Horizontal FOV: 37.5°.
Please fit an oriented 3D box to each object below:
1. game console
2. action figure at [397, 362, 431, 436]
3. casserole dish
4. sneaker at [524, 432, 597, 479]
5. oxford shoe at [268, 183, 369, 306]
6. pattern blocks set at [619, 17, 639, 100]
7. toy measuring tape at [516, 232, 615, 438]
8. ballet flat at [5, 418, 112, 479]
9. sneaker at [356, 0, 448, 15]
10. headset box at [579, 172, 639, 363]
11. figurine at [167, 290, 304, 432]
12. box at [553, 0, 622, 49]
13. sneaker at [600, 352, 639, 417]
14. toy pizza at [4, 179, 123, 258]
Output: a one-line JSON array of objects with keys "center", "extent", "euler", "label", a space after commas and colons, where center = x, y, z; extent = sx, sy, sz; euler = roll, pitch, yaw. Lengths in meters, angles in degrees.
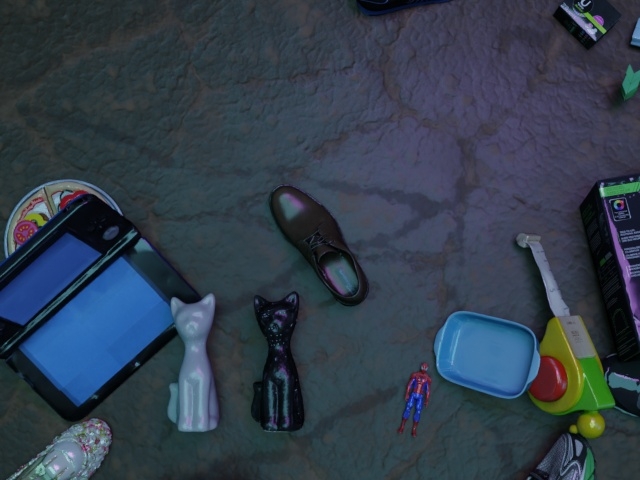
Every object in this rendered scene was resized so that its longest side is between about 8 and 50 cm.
[{"center": [-0.363, 0.110, 1.413], "extent": [0.293, 0.250, 0.173], "euler": [-43, 71, -2], "label": "game console"}, {"center": [0.151, 0.249, 1.480], "extent": [0.038, 0.030, 0.115], "euler": [14, 84, 7], "label": "action figure"}, {"center": [0.258, 0.174, 1.438], "extent": [0.188, 0.037, 0.114], "euler": [11, 87, 44], "label": "casserole dish"}, {"center": [0.286, 0.426, 1.409], "extent": [0.146, 0.134, 0.343], "euler": [37, 87, 5], "label": "sneaker"}, {"center": [0.000, 0.000, 1.471], "extent": [0.083, 0.096, 0.227], "euler": [-40, 84, 0], "label": "oxford shoe"}, {"center": [0.632, -0.246, 1.447], "extent": [0.325, 0.026, 0.285], "euler": [9, 60, 11], "label": "pattern blocks set"}, {"center": [0.350, 0.153, 1.458], "extent": [0.121, 0.121, 0.330], "euler": [-18, 67, 0], "label": "toy measuring tape"}, {"center": [-0.425, 0.370, 1.456], "extent": [0.241, 0.077, 0.091], "euler": [-42, 85, -3], "label": "ballet flat"}, {"center": [0.167, -0.423, 1.504], "extent": [0.232, 0.090, 0.081], "euler": [-20, 85, 0], "label": "sneaker"}, {"center": [0.550, 0.020, 1.421], "extent": [0.246, 0.131, 0.283], "euler": [-9, 74, 1], "label": "headset box"}, {"center": [-0.133, 0.183, 1.451], "extent": [0.215, 0.092, 0.209], "euler": [0, 90, 2], "label": "figurine"}, {"center": [0.428, -0.361, 1.513], "extent": [0.062, 0.052, 0.083], "euler": [-44, 85, -2], "label": "box"}, {"center": [0.562, 0.239, 1.423], "extent": [0.283, 0.124, 0.107], "euler": [18, 85, 3], "label": "sneaker"}, {"center": [-0.410, 0.001, 1.509], "extent": [0.201, 0.032, 0.201], "euler": [0, 85, 1], "label": "toy pizza"}]
